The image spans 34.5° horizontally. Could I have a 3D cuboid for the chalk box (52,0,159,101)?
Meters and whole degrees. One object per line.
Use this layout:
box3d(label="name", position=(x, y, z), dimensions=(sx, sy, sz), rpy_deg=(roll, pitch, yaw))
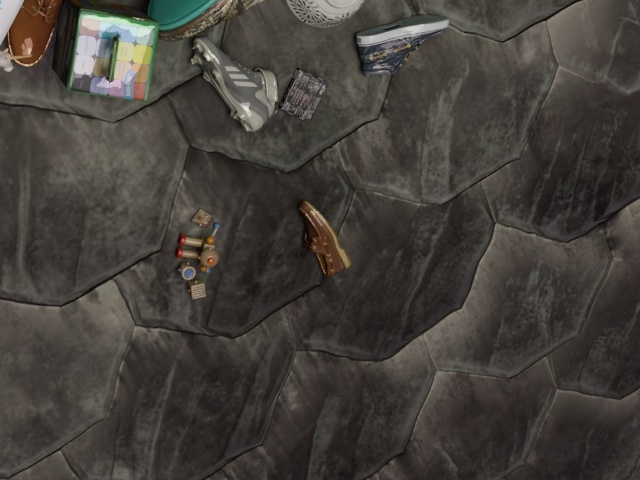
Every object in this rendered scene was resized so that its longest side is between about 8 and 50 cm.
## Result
box3d(label="chalk box", position=(-0.339, -0.303, 1.643), dimensions=(0.132, 0.213, 0.132), rpy_deg=(5, 109, -26))

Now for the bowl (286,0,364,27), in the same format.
box3d(label="bowl", position=(0.025, -0.454, 1.821), dimensions=(0.170, 0.080, 0.170), rpy_deg=(-9, 115, -20))

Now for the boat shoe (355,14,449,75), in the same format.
box3d(label="boat shoe", position=(0.156, -0.366, 1.931), dimensions=(0.183, 0.065, 0.083), rpy_deg=(-15, 119, -11))

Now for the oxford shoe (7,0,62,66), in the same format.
box3d(label="oxford shoe", position=(-0.450, -0.376, 1.646), dimensions=(0.076, 0.076, 0.212), rpy_deg=(11, 108, -29))

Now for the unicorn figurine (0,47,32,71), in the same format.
box3d(label="unicorn figurine", position=(-0.509, -0.225, 1.531), dimensions=(0.162, 0.111, 0.060), rpy_deg=(-31, 134, 8))

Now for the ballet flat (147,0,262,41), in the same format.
box3d(label="ballet flat", position=(-0.098, -0.517, 1.712), dimensions=(0.182, 0.164, 0.482), rpy_deg=(22, 100, -57))

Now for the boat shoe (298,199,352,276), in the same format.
box3d(label="boat shoe", position=(0.000, 0.000, 2.009), dimensions=(0.060, 0.064, 0.178), rpy_deg=(-36, 123, -9))

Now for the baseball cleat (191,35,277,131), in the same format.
box3d(label="baseball cleat", position=(-0.147, -0.294, 1.829), dimensions=(0.109, 0.072, 0.206), rpy_deg=(-43, 127, -18))

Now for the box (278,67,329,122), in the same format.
box3d(label="box", position=(-0.031, -0.269, 1.909), dimensions=(0.067, 0.018, 0.083), rpy_deg=(20, 102, -29))

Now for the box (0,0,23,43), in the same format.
box3d(label="box", position=(-0.604, -0.342, 1.562), dimensions=(0.231, 0.127, 0.262), rpy_deg=(27, 99, -29))

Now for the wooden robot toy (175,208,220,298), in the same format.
box3d(label="wooden robot toy", position=(-0.224, 0.034, 1.915), dimensions=(0.076, 0.079, 0.173), rpy_deg=(5, 108, -26))
